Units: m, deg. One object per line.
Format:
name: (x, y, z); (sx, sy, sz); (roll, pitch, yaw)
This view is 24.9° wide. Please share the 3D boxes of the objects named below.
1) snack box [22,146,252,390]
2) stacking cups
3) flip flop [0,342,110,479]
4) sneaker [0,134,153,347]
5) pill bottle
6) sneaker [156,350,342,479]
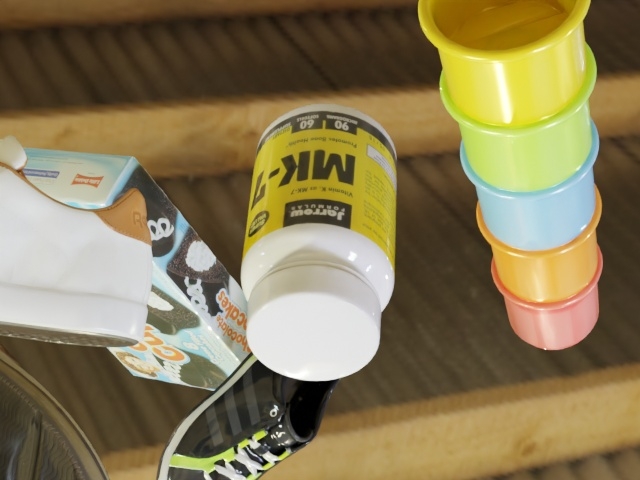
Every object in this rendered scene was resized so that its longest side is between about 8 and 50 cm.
snack box: (-0.176, 0.035, 1.361); (0.187, 0.322, 0.060); (6, -122, 35)
stacking cups: (0.132, -0.034, 0.898); (0.096, 0.316, 0.096); (-8, -131, 9)
flip flop: (-0.153, 0.090, 0.615); (0.277, 0.112, 0.080); (34, -174, 41)
sneaker: (-0.249, -0.010, 0.911); (0.290, 0.106, 0.123); (9, -101, -14)
pill bottle: (0.000, 0.000, 1.138); (0.119, 0.119, 0.208); (9, -136, -5)
sneaker: (-0.057, 0.166, 1.296); (0.084, 0.234, 0.097); (40, 171, -30)
